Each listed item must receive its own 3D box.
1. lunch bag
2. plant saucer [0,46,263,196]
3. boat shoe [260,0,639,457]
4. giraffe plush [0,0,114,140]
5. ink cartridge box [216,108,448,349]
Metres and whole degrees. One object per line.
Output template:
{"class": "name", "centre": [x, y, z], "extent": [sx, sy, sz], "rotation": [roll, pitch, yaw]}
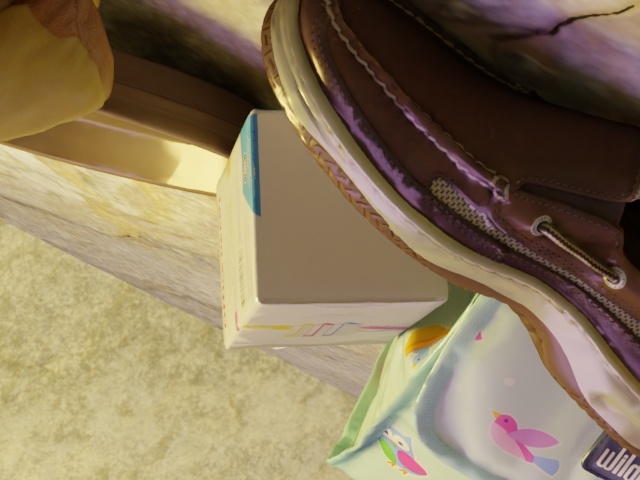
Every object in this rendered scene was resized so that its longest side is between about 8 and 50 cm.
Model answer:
{"class": "lunch bag", "centre": [0.149, 0.086, 0.792], "extent": [0.223, 0.160, 0.262], "rotation": [31, 155, -3]}
{"class": "plant saucer", "centre": [-0.141, -0.076, 0.887], "extent": [0.278, 0.041, 0.278], "rotation": [14, 175, 1]}
{"class": "boat shoe", "centre": [0.093, -0.023, 0.603], "extent": [0.095, 0.095, 0.257], "rotation": [-33, 119, 33]}
{"class": "giraffe plush", "centre": [-0.208, -0.120, 0.658], "extent": [0.181, 0.210, 0.170], "rotation": [23, 142, 38]}
{"class": "ink cartridge box", "centre": [0.000, 0.000, 0.771], "extent": [0.090, 0.092, 0.143], "rotation": [-1, 168, -11]}
